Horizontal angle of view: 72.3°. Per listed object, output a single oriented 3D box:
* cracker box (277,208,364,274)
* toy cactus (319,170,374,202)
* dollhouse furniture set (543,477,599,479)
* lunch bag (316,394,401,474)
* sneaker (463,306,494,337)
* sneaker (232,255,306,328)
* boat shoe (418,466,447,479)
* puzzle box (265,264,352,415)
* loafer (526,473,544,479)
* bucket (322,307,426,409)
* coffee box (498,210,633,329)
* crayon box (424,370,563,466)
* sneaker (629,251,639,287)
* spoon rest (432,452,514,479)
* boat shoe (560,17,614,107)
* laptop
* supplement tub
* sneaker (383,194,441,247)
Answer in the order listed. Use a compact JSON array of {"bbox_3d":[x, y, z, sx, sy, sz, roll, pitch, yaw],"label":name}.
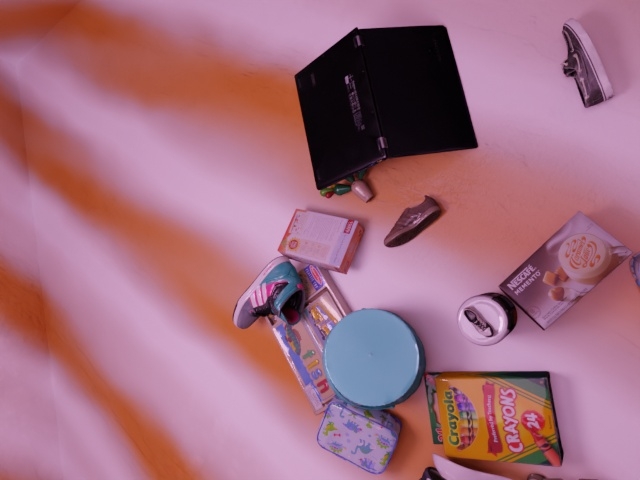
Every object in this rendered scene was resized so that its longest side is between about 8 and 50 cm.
[{"bbox_3d":[0.000,0.000,1.360,0.232,0.067,0.155,14,72,31],"label":"cracker box"},{"bbox_3d":[0.092,-0.194,1.335,0.219,0.112,0.180,-44,77,12],"label":"toy cactus"},{"bbox_3d":[0.613,0.666,0.915,0.259,0.135,0.261,-8,89,20],"label":"dollhouse furniture set"},{"bbox_3d":[0.106,0.548,1.250,0.219,0.090,0.176,21,106,15],"label":"lunch bag"},{"bbox_3d":[0.346,0.183,0.966,0.083,0.037,0.032,46,107,23],"label":"sneaker"},{"bbox_3d":[-0.148,0.213,1.376,0.295,0.124,0.178,-53,56,19],"label":"sneaker"},{"bbox_3d":[0.381,0.689,1.093,0.303,0.114,0.091,21,103,29],"label":"boat shoe"},{"bbox_3d":[-0.006,0.301,1.381,0.272,0.052,0.408,-40,68,22],"label":"puzzle box"},{"bbox_3d":[0.524,0.639,1.047,0.056,0.050,0.148,-10,82,30],"label":"loafer"},{"bbox_3d":[0.144,0.310,1.171,0.281,0.183,0.281,-4,73,13],"label":"bucket"},{"bbox_3d":[0.556,0.074,1.015,0.246,0.098,0.141,-45,65,10],"label":"coffee box"},{"bbox_3d":[0.416,0.439,1.106,0.319,0.081,0.202,-11,82,30],"label":"crayon box"},{"bbox_3d":[0.728,0.116,0.942,0.071,0.083,0.190,-26,76,25],"label":"sneaker"},{"bbox_3d":[0.406,0.595,1.072,0.276,0.137,0.084,22,72,33],"label":"spoon rest"},{"bbox_3d":[0.616,-0.423,1.043,0.070,0.078,0.219,-24,77,26],"label":"boat shoe"},{"bbox_3d":[0.171,-0.381,1.269,0.408,0.236,0.381,-20,76,42],"label":"laptop"},{"bbox_3d":[0.409,0.186,1.062,0.117,0.190,0.116,-3,85,30],"label":"supplement tub"},{"bbox_3d":[0.254,-0.052,1.253,0.188,0.066,0.071,-36,53,18],"label":"sneaker"}]
